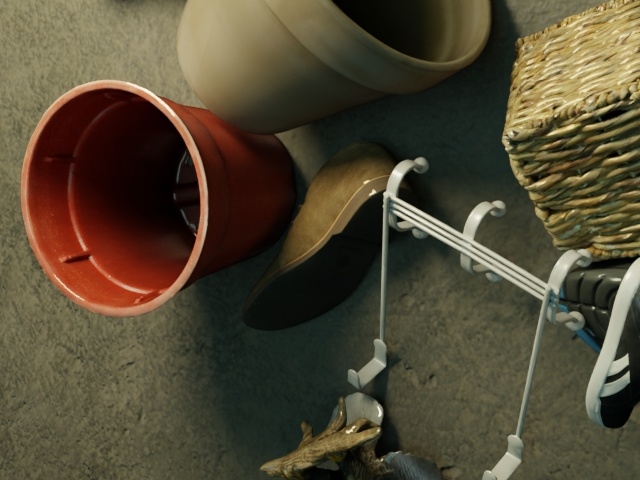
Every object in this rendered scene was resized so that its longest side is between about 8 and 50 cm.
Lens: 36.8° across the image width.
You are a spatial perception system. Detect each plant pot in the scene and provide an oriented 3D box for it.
[{"bbox_3d":[-0.179,-0.059,1.208,0.273,0.265,0.272,4,98,28],"label":"plant pot"},{"bbox_3d":[-0.017,-0.267,1.100,0.280,0.323,0.323,-32,81,42],"label":"plant pot"}]

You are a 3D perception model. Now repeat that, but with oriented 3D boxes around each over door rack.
[{"bbox_3d":[0.166,0.088,1.106,0.240,0.108,0.324,33,131,32],"label":"over door rack"}]

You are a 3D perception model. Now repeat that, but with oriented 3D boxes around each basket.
[{"bbox_3d":[0.367,-0.133,1.011,0.299,0.223,0.213,-20,119,28],"label":"basket"}]

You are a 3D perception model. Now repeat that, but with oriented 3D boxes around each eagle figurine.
[{"bbox_3d":[0.065,0.358,1.189,0.225,0.226,0.298,-41,105,-10],"label":"eagle figurine"}]

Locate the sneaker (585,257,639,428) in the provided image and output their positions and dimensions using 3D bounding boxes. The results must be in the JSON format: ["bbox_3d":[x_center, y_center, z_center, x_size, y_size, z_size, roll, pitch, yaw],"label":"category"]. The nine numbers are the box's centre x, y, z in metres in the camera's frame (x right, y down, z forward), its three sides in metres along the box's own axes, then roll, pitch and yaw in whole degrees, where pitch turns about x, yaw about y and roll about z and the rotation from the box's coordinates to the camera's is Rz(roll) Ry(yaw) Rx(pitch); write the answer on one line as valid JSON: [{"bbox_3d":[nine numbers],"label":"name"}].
[{"bbox_3d":[0.341,0.130,0.951,0.121,0.079,0.216,28,136,32],"label":"sneaker"}]

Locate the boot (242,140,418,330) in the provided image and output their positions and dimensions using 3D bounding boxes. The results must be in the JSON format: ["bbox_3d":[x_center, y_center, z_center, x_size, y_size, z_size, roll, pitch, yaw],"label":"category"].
[{"bbox_3d":[0.000,0.000,1.234,0.305,0.112,0.115,-47,45,28],"label":"boot"}]

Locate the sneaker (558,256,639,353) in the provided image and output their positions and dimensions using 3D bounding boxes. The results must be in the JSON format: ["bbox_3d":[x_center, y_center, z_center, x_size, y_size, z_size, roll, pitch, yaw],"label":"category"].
[{"bbox_3d":[0.412,0.061,1.004,0.341,0.140,0.125,2,123,45],"label":"sneaker"}]
